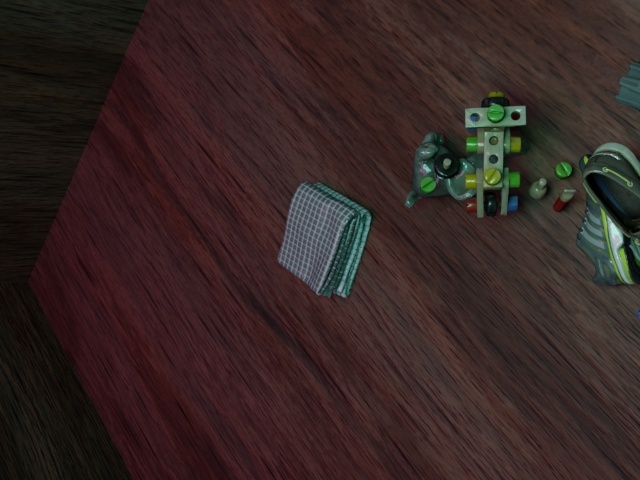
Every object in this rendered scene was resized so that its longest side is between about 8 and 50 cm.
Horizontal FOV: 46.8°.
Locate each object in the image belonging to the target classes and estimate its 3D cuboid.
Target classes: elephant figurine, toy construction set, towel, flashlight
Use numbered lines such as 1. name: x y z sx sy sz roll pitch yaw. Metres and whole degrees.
1. elephant figurine: 0.349 -0.160 1.777 0.239 0.169 0.186 21 136 23
2. toy construction set: 0.407 -0.176 1.588 0.308 0.237 0.258 27 82 11
3. towel: 0.000 0.000 2.105 0.235 0.121 0.284 31 112 38
4. flashlight: 0.698 -0.238 1.357 0.304 0.103 0.103 30 124 35

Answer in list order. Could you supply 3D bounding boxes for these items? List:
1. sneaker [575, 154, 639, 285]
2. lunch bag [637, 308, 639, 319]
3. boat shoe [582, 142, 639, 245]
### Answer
1. sneaker: 0.597 -0.039 1.582 0.121 0.111 0.300 -26 70 48
2. lunch bag: 0.789 0.222 1.424 0.220 0.138 0.293 -25 89 38
3. boat shoe: 0.641 -0.044 1.464 0.324 0.096 0.116 50 147 -4
